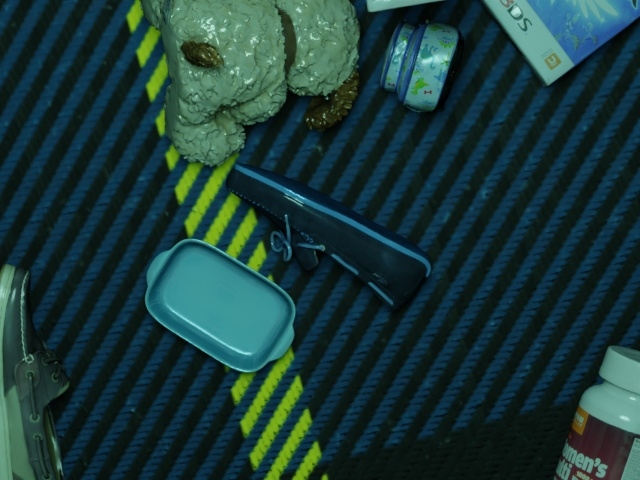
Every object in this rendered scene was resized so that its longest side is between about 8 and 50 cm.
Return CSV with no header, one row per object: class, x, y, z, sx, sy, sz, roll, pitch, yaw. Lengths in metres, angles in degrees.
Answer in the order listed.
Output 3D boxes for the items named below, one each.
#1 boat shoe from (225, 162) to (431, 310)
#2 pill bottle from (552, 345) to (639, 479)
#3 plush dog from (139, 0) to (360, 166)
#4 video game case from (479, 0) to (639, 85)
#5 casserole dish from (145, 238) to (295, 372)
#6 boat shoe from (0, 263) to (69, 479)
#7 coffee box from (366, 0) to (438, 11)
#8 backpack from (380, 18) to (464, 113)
boat shoe,0.000,0.000,1.790,0.258,0.109,0.089,29,101,0
pill bottle,0.344,0.241,1.798,0.121,0.121,0.221,17,98,0
plush dog,-0.062,-0.226,1.736,0.225,0.210,0.262,-14,97,-19
video game case,0.288,-0.351,1.755,0.269,0.061,0.244,-38,95,6
casserole dish,-0.116,0.074,1.838,0.188,0.037,0.114,32,98,-1
boat shoe,-0.340,0.167,1.831,0.092,0.103,0.285,1,101,-3
coffee box,0.076,-0.360,1.562,0.098,0.141,0.246,-9,100,5
backpack,0.113,-0.197,1.754,0.084,0.114,0.105,16,98,0
